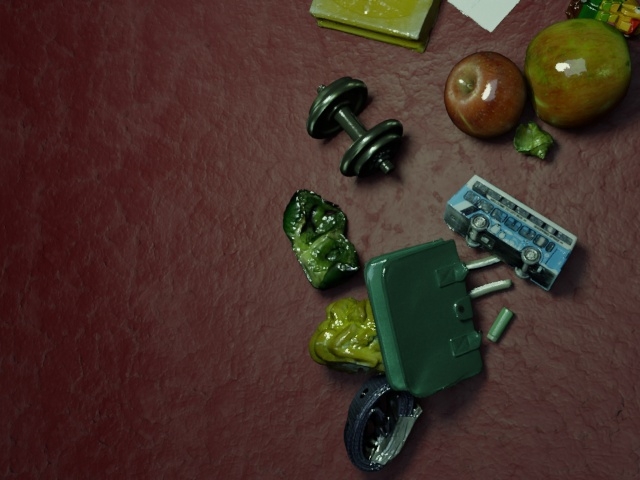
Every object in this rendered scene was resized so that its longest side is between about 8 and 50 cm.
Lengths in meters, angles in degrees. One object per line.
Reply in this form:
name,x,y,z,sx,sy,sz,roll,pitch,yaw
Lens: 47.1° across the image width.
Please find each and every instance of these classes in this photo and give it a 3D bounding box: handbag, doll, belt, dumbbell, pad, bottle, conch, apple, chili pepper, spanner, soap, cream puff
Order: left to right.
chili pepper,0.002,-0.003,1.866,0.148,0.116,0.265,-36,73,23
cream puff,0.073,0.224,1.760,0.221,0.194,0.195,-14,78,42
dumbbell,0.083,-0.275,1.819,0.192,0.192,0.290,-41,73,9
soap,0.147,-0.622,1.895,0.314,0.091,0.199,21,92,20
belt,0.138,0.428,1.755,0.139,0.126,0.231,24,92,-9
handbag,0.242,0.174,1.674,0.238,0.089,0.327,-16,95,-25
spanner,0.296,0.116,1.782,0.324,0.040,0.096,-17,78,14
apple,0.394,-0.341,1.739,0.201,0.162,0.201,-19,65,48
pad,0.446,-0.651,1.843,0.156,0.004,0.232,42,97,17
bottle,0.424,0.199,1.735,0.030,0.030,0.083,32,95,19
conch,0.500,-0.237,1.739,0.089,0.074,0.121,-12,56,-6
apple,0.584,-0.377,1.662,0.226,0.246,0.246,-13,80,13
doll,0.666,-0.536,1.707,0.186,0.134,0.106,28,137,13

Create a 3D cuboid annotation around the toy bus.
toy bus,0.437,-0.020,1.706,0.297,0.106,0.131,35,69,18
